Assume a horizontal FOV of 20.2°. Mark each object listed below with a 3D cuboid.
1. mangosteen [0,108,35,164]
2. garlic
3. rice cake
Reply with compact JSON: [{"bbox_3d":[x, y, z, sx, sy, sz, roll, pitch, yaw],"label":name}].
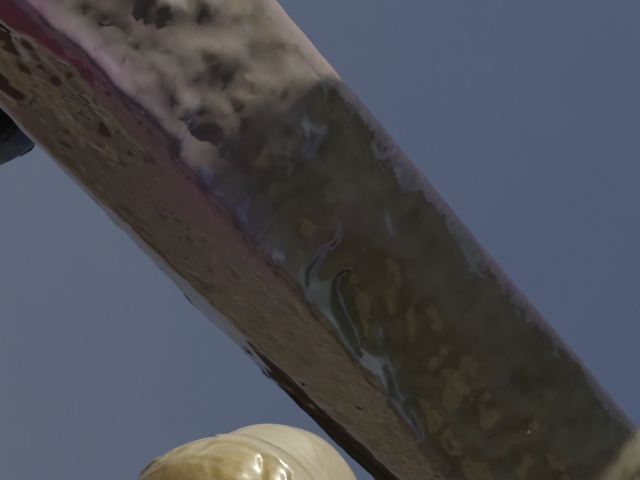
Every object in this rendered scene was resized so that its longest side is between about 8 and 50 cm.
[{"bbox_3d":[-0.218,-0.109,1.035,0.137,0.137,0.151,-9,-46,49],"label":"mangosteen"},{"bbox_3d":[-0.017,0.106,0.640,0.094,0.074,0.113,17,-32,38],"label":"garlic"},{"bbox_3d":[0.000,0.000,0.493,0.399,0.064,0.070,47,-22,-28],"label":"rice cake"}]
